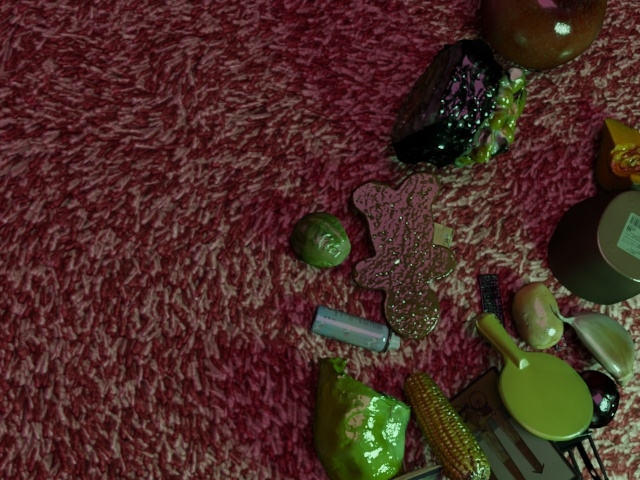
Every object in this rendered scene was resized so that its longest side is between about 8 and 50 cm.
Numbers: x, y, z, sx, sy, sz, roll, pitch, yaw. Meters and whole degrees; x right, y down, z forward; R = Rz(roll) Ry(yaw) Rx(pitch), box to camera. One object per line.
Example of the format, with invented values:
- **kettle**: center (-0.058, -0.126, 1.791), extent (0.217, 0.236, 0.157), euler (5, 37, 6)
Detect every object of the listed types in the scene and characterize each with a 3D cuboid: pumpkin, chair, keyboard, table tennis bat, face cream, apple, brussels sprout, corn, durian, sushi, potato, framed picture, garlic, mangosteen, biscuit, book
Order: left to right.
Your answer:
- **brussels sprout**: center (-0.001, 0.000, 1.815), extent (0.155, 0.117, 0.155), euler (-1, 65, 3)
- **face cream**: center (0.091, 0.229, 1.795), extent (0.229, 0.075, 0.075), euler (17, 75, -3)
- **durian**: center (0.099, 0.457, 1.680), extent (0.256, 0.204, 0.339), euler (12, 76, -17)
- **biscuit**: center (0.210, 0.044, 1.854), extent (0.283, 0.064, 0.431), euler (-10, 90, -11)
- **book**: center (0.221, 0.638, 1.676), extent (0.158, 0.026, 0.231), euler (-16, 118, -14)
- **corn**: center (0.299, 0.458, 1.704), extent (0.115, 0.115, 0.317), euler (-24, 55, -13)
- **sushi**: center (0.374, -0.317, 1.847), extent (0.285, 0.328, 0.328), euler (28, 73, -12)
- **keyboard**: center (0.461, 0.185, 1.892), extent (0.060, 0.018, 0.195), euler (-2, 78, -12)
- **framed picture**: center (0.420, 0.500, 1.697), extent (0.244, 0.013, 0.324), euler (-42, 57, 10)
- **table tennis bat**: center (0.502, 0.324, 1.729), extent (0.224, 0.054, 0.368), euler (-22, 59, -25)
- **potato**: center (0.567, 0.198, 1.858), extent (0.119, 0.109, 0.178), euler (-8, 78, -24)
- **apple**: center (0.619, -0.654, 1.981), extent (0.349, 0.277, 0.348), euler (2, 73, -8)
- **chair**: center (0.580, 0.494, 1.736), extent (0.141, 0.154, 0.260), euler (-9, 58, -10)
- **mangosteen**: center (0.687, 0.406, 1.819), extent (0.153, 0.152, 0.152), euler (2, 77, -8)
- **garlic**: center (0.716, 0.243, 1.854), extent (0.266, 0.148, 0.128), euler (41, 94, 8)
- **pumpkin**: center (0.852, -0.210, 1.998), extent (0.131, 0.126, 0.248), euler (4, 59, -13)

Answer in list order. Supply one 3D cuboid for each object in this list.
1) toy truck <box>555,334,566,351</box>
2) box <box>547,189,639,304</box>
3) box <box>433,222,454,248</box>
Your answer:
- **toy truck**: center (0.640, 0.255, 1.898), extent (0.032, 0.024, 0.083), euler (-12, 76, 12)
- **box**: center (0.791, 0.009, 1.884), extent (0.301, 0.216, 0.300), euler (3, 75, -9)
- **box**: center (0.283, -0.019, 1.911), extent (0.149, 0.020, 0.073), euler (20, 75, -3)
